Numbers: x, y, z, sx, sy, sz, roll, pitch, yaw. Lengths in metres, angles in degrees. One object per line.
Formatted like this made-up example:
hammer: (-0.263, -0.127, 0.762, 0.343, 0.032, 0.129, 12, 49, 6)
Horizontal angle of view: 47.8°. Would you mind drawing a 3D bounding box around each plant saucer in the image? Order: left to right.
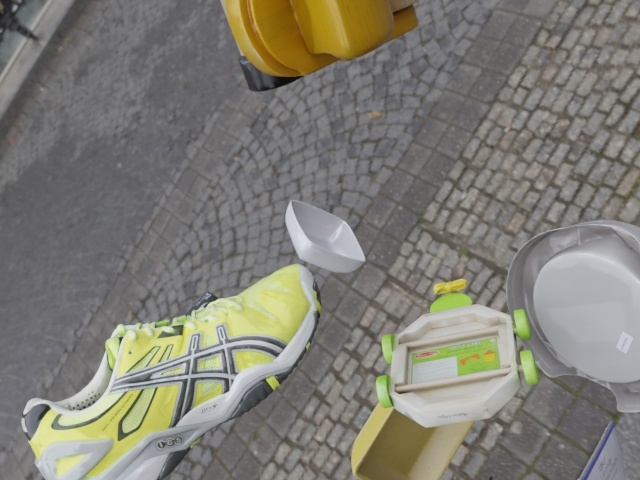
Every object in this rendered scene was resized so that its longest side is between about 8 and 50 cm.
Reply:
plant saucer: (0.223, 0.427, 1.690, 0.081, 0.333, 0.333, 26, 79, 46)

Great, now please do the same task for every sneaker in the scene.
sneaker: (-0.154, 0.139, 0.827, 0.384, 0.147, 0.145, -41, 18, -25)

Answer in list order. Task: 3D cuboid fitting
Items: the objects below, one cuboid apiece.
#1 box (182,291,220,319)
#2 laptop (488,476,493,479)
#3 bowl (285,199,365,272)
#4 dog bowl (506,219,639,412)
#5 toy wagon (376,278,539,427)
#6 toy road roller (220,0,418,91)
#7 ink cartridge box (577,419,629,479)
box: (-0.160, 0.125, 1.005, 0.062, 0.052, 0.083, 29, 44, 12)
laptop: (0.320, 0.700, 1.206, 0.408, 0.236, 0.382, 34, 133, 57)
bowl: (0.000, 0.000, 1.293, 0.053, 0.142, 0.142, -53, 36, 22)
dog bowl: (0.499, 0.122, 1.264, 0.102, 0.349, 0.349, -27, 32, -33)
toy wagon: (0.244, 0.191, 1.303, 0.267, 0.068, 0.344, -13, 27, 17)
toy road roller: (0.029, -0.328, 0.932, 0.329, 0.202, 0.240, -32, 28, -24)
ink cartridge box: (0.278, 0.385, 0.719, 0.072, 0.303, 0.307, -21, 89, 36)
